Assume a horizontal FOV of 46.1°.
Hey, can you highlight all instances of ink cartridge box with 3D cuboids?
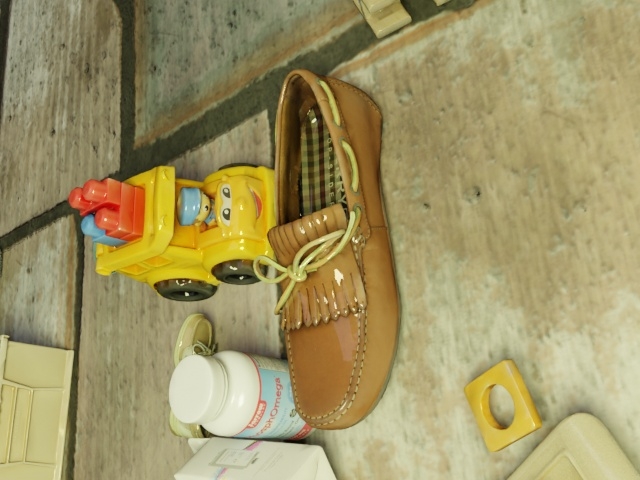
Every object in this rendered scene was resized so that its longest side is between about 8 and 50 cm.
[{"bbox_3d":[-0.070,0.270,0.774,0.198,0.067,0.115,-9,111,40],"label":"ink cartridge box"}]

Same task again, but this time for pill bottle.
[{"bbox_3d":[-0.074,0.162,0.785,0.087,0.160,0.087,-14,68,39],"label":"pill bottle"}]

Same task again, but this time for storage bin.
[{"bbox_3d":[-0.519,0.295,1.167,0.262,0.123,0.260,-13,68,38],"label":"storage bin"}]

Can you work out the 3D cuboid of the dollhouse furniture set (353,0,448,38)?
[{"bbox_3d":[0.102,-0.380,0.775,0.242,0.212,0.161,-27,58,2],"label":"dollhouse furniture set"}]

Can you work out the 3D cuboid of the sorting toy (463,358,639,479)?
[{"bbox_3d":[0.184,0.255,0.563,0.347,0.047,0.196,61,138,37],"label":"sorting toy"}]

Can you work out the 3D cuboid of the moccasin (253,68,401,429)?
[{"bbox_3d":[0.002,0.000,0.777,0.139,0.147,0.379,-9,70,40],"label":"moccasin"}]

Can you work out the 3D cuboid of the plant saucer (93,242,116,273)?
[{"bbox_3d":[-0.300,-0.005,1.137,0.119,0.021,0.119,-15,67,39],"label":"plant saucer"}]

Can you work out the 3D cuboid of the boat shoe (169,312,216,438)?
[{"bbox_3d":[-0.150,0.167,0.927,0.048,0.056,0.153,2,79,33],"label":"boat shoe"}]

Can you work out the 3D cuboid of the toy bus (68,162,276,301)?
[{"bbox_3d":[-0.181,-0.027,0.908,0.220,0.211,0.149,-17,64,36],"label":"toy bus"}]
